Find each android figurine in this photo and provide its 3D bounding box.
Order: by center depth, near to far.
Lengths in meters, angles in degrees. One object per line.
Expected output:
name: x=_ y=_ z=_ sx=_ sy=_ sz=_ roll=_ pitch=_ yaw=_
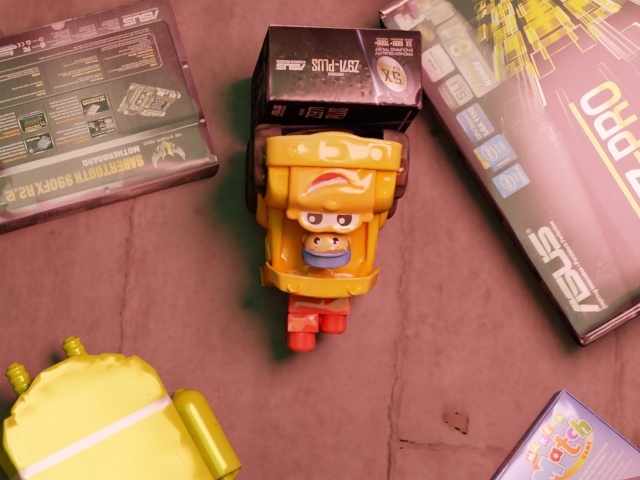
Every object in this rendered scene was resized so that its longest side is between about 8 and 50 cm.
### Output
android figurine: x=-0.199 y=0.221 z=1.796 sx=0.248 sy=0.056 sz=0.273 roll=-28 pitch=83 yaw=-27

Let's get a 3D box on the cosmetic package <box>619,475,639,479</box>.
cosmetic package: x=0.353 y=0.406 z=1.782 sx=0.217 sy=0.156 sz=0.385 roll=-7 pitch=85 yaw=-15

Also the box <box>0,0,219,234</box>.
box: x=-0.234 y=-0.124 z=1.884 sx=0.231 sy=0.056 sz=0.183 roll=-17 pitch=82 yaw=-10

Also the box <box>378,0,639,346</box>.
box: x=0.290 y=-0.140 z=1.913 sx=0.318 sy=0.097 sz=0.395 roll=-31 pitch=84 yaw=3

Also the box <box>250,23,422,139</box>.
box: x=0.012 y=-0.145 z=1.858 sx=0.147 sy=0.180 sz=0.078 roll=2 pitch=79 yaw=-8

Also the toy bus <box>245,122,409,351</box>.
toy bus: x=0.000 y=0.000 z=1.816 sx=0.149 sy=0.220 sz=0.212 roll=4 pitch=85 yaw=-4

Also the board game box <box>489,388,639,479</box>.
board game box: x=0.271 y=0.274 z=1.883 sx=0.211 sy=0.039 sz=0.160 roll=39 pitch=77 yaw=-1
